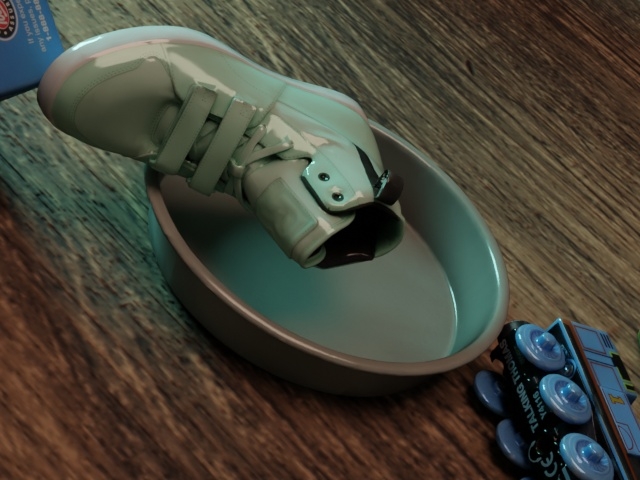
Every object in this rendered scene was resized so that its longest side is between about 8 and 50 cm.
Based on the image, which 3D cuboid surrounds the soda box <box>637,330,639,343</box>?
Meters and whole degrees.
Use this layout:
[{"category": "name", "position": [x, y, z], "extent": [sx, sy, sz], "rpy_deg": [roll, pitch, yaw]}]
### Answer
[{"category": "soda box", "position": [0.299, 0.124, 1.095], "extent": [0.058, 0.061, 0.181], "rpy_deg": [21, 38, -14]}]

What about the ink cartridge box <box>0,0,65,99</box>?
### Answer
[{"category": "ink cartridge box", "position": [-0.330, -0.158, 0.840], "extent": [0.307, 0.129, 0.223], "rpy_deg": [-28, 104, -49]}]

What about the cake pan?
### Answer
[{"category": "cake pan", "position": [0.000, 0.000, 1.036], "extent": [0.293, 0.054, 0.293], "rpy_deg": [19, 38, -16]}]

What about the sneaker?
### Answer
[{"category": "sneaker", "position": [-0.054, -0.056, 0.931], "extent": [0.256, 0.094, 0.151], "rpy_deg": [10, 35, -30]}]

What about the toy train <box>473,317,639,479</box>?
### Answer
[{"category": "toy train", "position": [0.180, 0.134, 0.990], "extent": [0.105, 0.080, 0.184], "rpy_deg": [15, 39, -30]}]
